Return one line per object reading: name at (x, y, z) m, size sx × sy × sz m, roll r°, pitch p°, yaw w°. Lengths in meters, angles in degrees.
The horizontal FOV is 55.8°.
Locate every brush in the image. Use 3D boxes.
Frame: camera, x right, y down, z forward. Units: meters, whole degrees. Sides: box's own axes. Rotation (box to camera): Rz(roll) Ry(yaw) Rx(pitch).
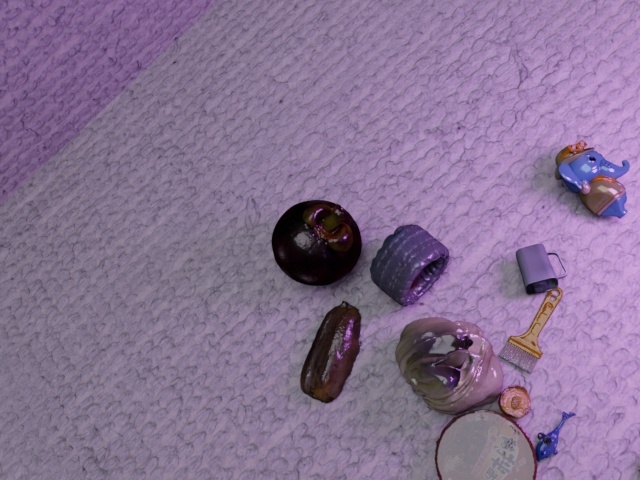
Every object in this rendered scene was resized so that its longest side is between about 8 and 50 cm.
brush at (0.642, 0.253, 1.790) m, size 0.103 × 0.013 × 0.272 m, roll 29°, pitch 80°, yaw 26°

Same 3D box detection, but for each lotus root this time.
lotus root at (0.035, 0.348, 1.932) m, size 0.167 × 0.078 × 0.330 m, roll 13°, pitch 75°, yaw 22°

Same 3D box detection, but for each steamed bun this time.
steamed bun at (0.361, 0.355, 1.744) m, size 0.319 × 0.206 × 0.275 m, roll 10°, pitch 75°, yaw 26°

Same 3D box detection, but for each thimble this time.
thimble at (0.275, 0.075, 1.892) m, size 0.172 × 0.205 × 0.236 m, roll 41°, pitch 111°, yaw 32°

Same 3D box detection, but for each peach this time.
peach at (0.543, 0.456, 1.714) m, size 0.098 × 0.061 × 0.098 m, roll 4°, pitch 69°, yaw -11°

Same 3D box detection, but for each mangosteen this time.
mangosteen at (-0.003, 0.009, 1.957) m, size 0.293 × 0.297 × 0.297 m, roll 18°, pitch 74°, yaw 56°

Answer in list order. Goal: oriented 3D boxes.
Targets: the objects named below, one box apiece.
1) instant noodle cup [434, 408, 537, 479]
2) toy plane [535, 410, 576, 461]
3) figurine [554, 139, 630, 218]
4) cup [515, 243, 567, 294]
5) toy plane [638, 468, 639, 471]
instant noodle cup at (0.457, 0.612, 1.670) m, size 0.273 × 0.091 × 0.274 m, roll -7°, pitch 67°, yaw 17°
toy plane at (0.643, 0.538, 1.661) m, size 0.062 × 0.054 × 0.167 m, roll 34°, pitch 84°, yaw 2°
figurine at (0.833, -0.189, 1.838) m, size 0.262 × 0.154 × 0.180 m, roll 41°, pitch 78°, yaw 11°
cup at (0.659, 0.084, 1.800) m, size 0.128 × 0.095 × 0.130 m, roll -17°, pitch 59°, yaw 15°
toy plane at (0.883, 0.528, 1.551) m, size 0.077 × 0.126 × 0.194 m, roll 7°, pitch 71°, yaw 51°
